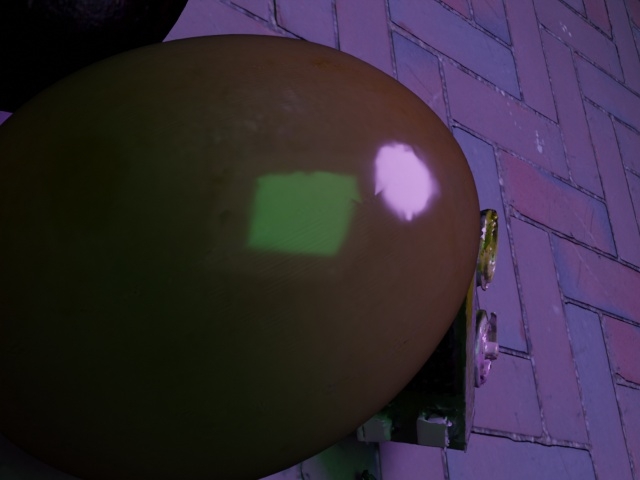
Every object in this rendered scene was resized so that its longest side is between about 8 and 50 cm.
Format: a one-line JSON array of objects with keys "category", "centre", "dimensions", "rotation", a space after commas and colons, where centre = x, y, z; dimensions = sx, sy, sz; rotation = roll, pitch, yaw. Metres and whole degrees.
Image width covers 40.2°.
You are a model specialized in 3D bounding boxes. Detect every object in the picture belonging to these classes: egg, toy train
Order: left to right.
[{"category": "egg", "centre": [-0.068, 0.011, 0.603], "dimensions": [0.374, 0.301, 0.301], "rotation": [-18, 82, -9]}, {"category": "toy train", "centre": [0.103, 0.072, 0.854], "dimensions": [0.177, 0.134, 0.261], "rotation": [-52, 142, -62]}]

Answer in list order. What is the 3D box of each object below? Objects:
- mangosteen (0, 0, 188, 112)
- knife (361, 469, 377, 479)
[{"category": "mangosteen", "centre": [-0.206, -0.251, 0.620], "dimensions": [0.275, 0.302, 0.275], "rotation": [16, 42, -15]}, {"category": "knife", "centre": [0.068, 0.280, 0.860], "dimensions": [0.031, 0.018, 0.121], "rotation": [-33, 94, -52]}]
